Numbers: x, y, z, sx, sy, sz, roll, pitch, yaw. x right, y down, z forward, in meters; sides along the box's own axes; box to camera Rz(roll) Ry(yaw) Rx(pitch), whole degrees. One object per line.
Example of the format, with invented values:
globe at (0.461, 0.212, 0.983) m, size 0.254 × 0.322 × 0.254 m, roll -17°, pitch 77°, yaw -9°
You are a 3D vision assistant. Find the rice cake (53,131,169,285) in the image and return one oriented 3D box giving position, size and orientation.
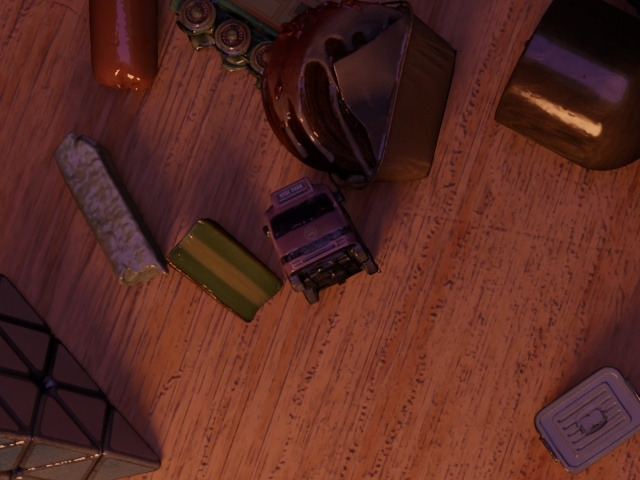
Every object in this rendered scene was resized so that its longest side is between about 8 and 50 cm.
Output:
rice cake at (-0.252, -0.035, 1.845) m, size 0.063 × 0.069 × 0.206 m, roll -29°, pitch 84°, yaw 1°

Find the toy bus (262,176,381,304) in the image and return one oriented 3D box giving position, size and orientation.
toy bus at (0.000, 0.000, 1.742) m, size 0.096 × 0.199 × 0.108 m, roll -25°, pitch 78°, yaw 3°

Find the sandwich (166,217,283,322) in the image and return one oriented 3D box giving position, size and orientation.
sandwich at (-0.112, 0.037, 1.814) m, size 0.116 × 0.074 × 0.074 m, roll 40°, pitch 91°, yaw 10°

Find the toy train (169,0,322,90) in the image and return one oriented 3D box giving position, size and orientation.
toy train at (-0.083, -0.263, 1.844) m, size 0.194 × 0.081 × 0.125 m, roll 33°, pitch 79°, yaw 10°

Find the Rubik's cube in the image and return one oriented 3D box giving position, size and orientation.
Rubik's cube at (-0.367, 0.208, 1.796) m, size 0.233 × 0.229 × 0.228 m, roll 16°, pitch 41°, yaw 43°

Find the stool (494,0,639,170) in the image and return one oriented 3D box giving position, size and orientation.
stool at (0.350, -0.152, 1.723) m, size 0.264 × 0.179 × 0.179 m, roll 29°, pitch 88°, yaw 9°

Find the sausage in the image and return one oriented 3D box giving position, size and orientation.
sausage at (-0.240, -0.323, 1.864) m, size 0.086 × 0.086 × 0.289 m, roll -3°, pitch 85°, yaw 7°

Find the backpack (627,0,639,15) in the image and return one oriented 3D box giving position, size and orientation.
backpack at (0.501, -0.323, 1.653) m, size 0.363 × 0.255 × 0.446 m, roll -24°, pitch 51°, yaw 0°

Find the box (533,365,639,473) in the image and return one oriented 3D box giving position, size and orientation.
box at (0.307, 0.203, 1.747) m, size 0.122 × 0.069 × 0.084 m, roll -34°, pitch 83°, yaw 3°

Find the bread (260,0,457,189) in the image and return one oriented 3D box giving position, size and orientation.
bread at (0.039, -0.172, 1.768) m, size 0.211 × 0.142 × 0.224 m, roll 14°, pitch 87°, yaw -27°
